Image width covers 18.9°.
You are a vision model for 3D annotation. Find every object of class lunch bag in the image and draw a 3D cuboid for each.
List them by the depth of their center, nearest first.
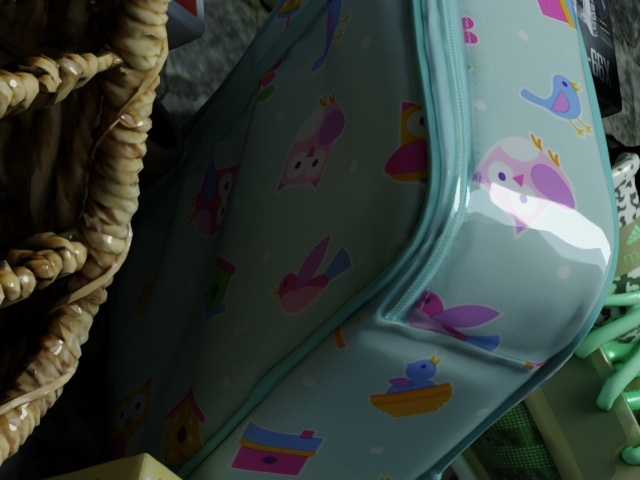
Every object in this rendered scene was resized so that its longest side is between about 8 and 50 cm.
[{"bbox_3d":[0.000,0.000,0.827,0.108,0.279,0.224,19,46,-28],"label":"lunch bag"}]

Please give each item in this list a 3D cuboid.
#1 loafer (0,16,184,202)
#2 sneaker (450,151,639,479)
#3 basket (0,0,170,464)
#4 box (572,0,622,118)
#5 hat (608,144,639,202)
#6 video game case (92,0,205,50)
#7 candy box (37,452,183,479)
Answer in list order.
[{"bbox_3d":[-0.146,-0.133,0.839,0.267,0.084,0.096,62,33,-18],"label":"loafer"},{"bbox_3d":[0.125,0.044,0.941,0.410,0.182,0.158,40,55,10],"label":"sneaker"},{"bbox_3d":[-0.166,0.012,0.596,0.299,0.223,0.213,-30,104,-62],"label":"basket"},{"bbox_3d":[0.087,-0.229,1.265,0.307,0.077,0.242,23,56,-51],"label":"box"},{"bbox_3d":[0.230,0.033,1.304,0.331,0.134,0.331,42,40,-49],"label":"hat"},{"bbox_3d":[-0.127,-0.246,0.850,0.204,0.025,0.285,33,43,-49],"label":"video game case"},{"bbox_3d":[-0.060,0.162,0.808,0.187,0.109,0.053,42,43,-40],"label":"candy box"}]
